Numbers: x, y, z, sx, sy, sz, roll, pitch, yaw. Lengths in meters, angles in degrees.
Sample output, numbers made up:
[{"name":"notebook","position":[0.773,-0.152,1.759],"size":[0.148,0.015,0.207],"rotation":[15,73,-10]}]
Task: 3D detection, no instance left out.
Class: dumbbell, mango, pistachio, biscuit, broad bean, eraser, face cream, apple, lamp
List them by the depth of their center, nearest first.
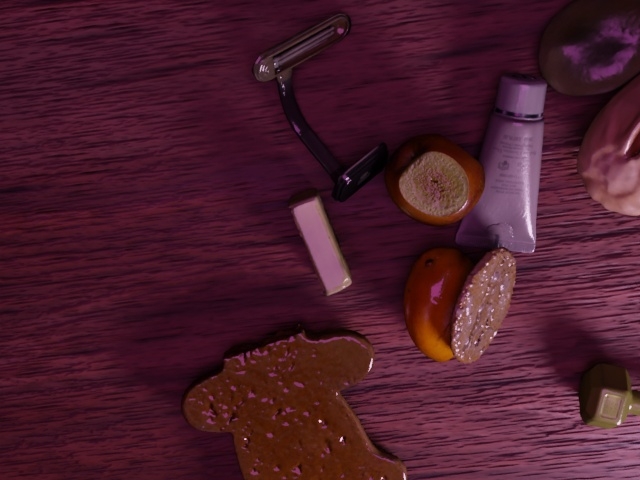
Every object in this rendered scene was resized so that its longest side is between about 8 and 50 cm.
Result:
[{"name":"pistachio","position":[0.566,-0.181,1.653],"size":[0.318,0.214,0.193],"rotation":[-42,79,0]},{"name":"broad bean","position":[0.469,-0.338,1.669],"size":[0.169,0.100,0.228],"rotation":[44,92,17]},{"name":"apple","position":[0.188,-0.102,1.699],"size":[0.147,0.163,0.146],"rotation":[39,95,-18]},{"name":"lamp","position":[0.031,-0.232,1.725],"size":[0.203,0.124,0.283],"rotation":[-37,95,-12]},{"name":"biscuit","position":[0.280,0.112,1.730],"size":[0.033,0.219,0.220],"rotation":[23,104,30]},{"name":"face cream","position":[0.325,-0.128,1.735],"size":[0.143,0.089,0.315],"rotation":[6,110,0]},{"name":"eraser","position":[0.000,0.000,1.754],"size":[0.058,0.117,0.172],"rotation":[-22,100,2]},{"name":"mango","position":[0.213,0.117,1.763],"size":[0.144,0.112,0.219],"rotation":[-19,116,-36]},{"name":"dumbbell","position":[0.617,0.301,1.793],"size":[0.301,0.108,0.121],"rotation":[13,102,0]},{"name":"biscuit","position":[-0.031,0.347,1.853],"size":[0.368,0.076,0.394],"rotation":[-24,102,7]}]
